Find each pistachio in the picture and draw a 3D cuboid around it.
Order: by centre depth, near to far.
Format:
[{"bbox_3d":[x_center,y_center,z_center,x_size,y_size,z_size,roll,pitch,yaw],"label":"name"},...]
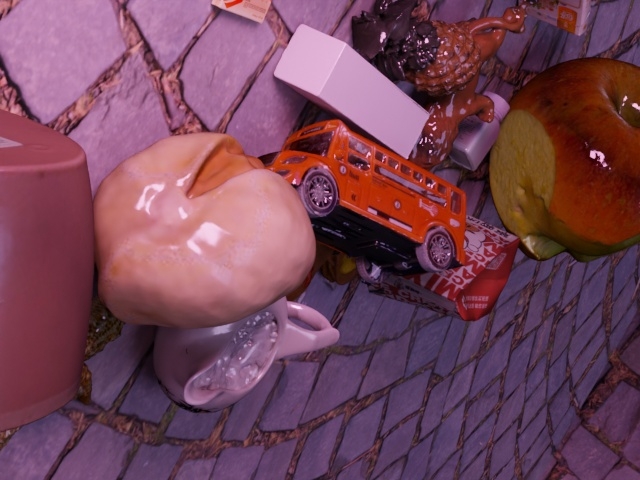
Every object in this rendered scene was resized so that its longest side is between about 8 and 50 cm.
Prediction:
[{"bbox_3d":[-0.134,-0.002,1.422,0.230,0.230,0.309,-66,162,9],"label":"pistachio"}]

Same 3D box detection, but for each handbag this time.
[{"bbox_3d":[0.194,0.041,2.009,0.298,0.171,0.151,-15,127,-69],"label":"handbag"}]

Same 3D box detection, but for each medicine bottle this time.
[{"bbox_3d":[0.256,-0.182,2.073,0.118,0.055,0.074,-55,151,-10],"label":"medicine bottle"}]

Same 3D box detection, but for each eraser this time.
[{"bbox_3d":[0.048,-0.192,1.694,0.076,0.078,0.298,-62,152,1],"label":"eraser"}]

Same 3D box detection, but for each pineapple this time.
[{"bbox_3d":[0.124,-0.268,1.734,0.237,0.111,0.119,8,82,-55],"label":"pineapple"}]

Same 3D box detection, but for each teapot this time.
[{"bbox_3d":[-0.105,0.124,1.657,0.299,0.166,0.208,-13,115,-42],"label":"teapot"}]

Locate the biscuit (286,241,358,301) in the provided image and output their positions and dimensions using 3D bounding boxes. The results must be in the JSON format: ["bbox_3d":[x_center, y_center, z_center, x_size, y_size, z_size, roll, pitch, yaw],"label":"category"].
[{"bbox_3d":[0.002,0.001,1.820,0.277,0.052,0.262,-39,145,-36],"label":"biscuit"}]

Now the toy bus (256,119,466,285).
[{"bbox_3d":[0.042,-0.054,1.669,0.329,0.143,0.153,23,67,-37],"label":"toy bus"}]

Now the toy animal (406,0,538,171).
[{"bbox_3d":[0.205,-0.230,1.893,0.157,0.097,0.312,-22,137,-58],"label":"toy animal"}]

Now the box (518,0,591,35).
[{"bbox_3d":[0.368,-0.431,1.961,0.032,0.122,0.220,-40,145,-33],"label":"box"}]

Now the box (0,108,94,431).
[{"bbox_3d":[-0.330,0.004,1.042,0.301,0.301,0.216,-10,115,-56],"label":"box"}]

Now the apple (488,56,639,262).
[{"bbox_3d":[0.452,-0.110,2.146,0.384,0.374,0.374,-76,169,-46],"label":"apple"}]

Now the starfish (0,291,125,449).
[{"bbox_3d":[-0.311,0.144,1.403,0.358,0.078,0.347,-62,158,-5],"label":"starfish"}]

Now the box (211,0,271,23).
[{"bbox_3d":[-0.084,-0.286,1.457,0.093,0.015,0.058,6,111,-61],"label":"box"}]
